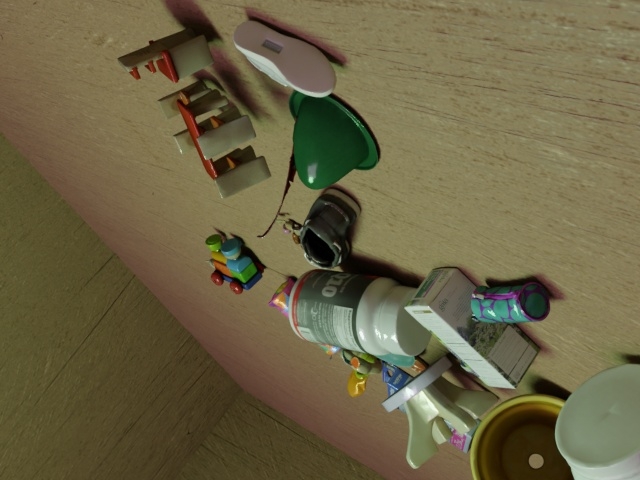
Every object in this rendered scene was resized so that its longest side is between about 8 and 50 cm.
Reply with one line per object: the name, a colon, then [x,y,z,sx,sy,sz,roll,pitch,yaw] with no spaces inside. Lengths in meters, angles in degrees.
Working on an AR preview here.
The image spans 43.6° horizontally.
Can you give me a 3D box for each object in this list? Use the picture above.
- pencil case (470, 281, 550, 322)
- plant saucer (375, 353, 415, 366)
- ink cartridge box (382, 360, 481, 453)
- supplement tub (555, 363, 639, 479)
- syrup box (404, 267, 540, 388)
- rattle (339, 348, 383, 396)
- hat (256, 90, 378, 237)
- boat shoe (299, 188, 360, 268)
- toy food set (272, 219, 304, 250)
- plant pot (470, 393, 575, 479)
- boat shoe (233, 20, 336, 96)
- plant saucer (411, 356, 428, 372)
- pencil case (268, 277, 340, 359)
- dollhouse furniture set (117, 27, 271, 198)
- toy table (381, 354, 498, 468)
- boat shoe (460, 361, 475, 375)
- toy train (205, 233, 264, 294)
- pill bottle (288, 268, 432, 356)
pencil case: [0.310,0.103,1.323,0.070,0.064,0.151,27,164,-18]
plant saucer: [0.105,0.191,1.931,0.317,0.044,0.317,34,160,14]
ink cartridge box: [0.284,0.452,2.178,0.311,0.065,0.186,33,160,20]
supplement tub: [0.539,0.365,1.255,0.316,0.228,0.228,45,160,-18]
syrup box: [0.278,0.161,1.468,0.237,0.093,0.096,43,161,-12]
rattle: [0.079,0.353,2.113,0.130,0.143,0.199,43,-169,4]
hat: [-0.026,-0.105,1.270,0.173,0.183,0.208,24,157,36]
boat shoe: [0.000,0.000,1.599,0.112,0.095,0.335,36,161,7]
toy food set: [-0.050,-0.011,1.782,0.122,0.019,0.078,46,160,-24]
plant pot: [0.441,0.447,1.629,0.254,0.254,0.239,31,175,20]
boat shoe: [-0.049,-0.255,1.165,0.184,0.066,0.063,28,173,22]
plant saucer: [0.238,0.305,1.993,0.083,0.013,0.083,33,161,13]
pencil case: [-0.024,0.204,2.112,0.236,0.104,0.104,42,161,-6]
dollhouse furniture set: [-0.223,-0.211,1.353,0.262,0.135,0.259,43,157,55]
toy table: [0.261,0.377,1.819,0.161,0.252,0.274,52,174,12]
boat shoe: [0.355,0.258,1.610,0.066,0.066,0.183,38,172,-14]
toy train: [-0.277,0.042,2.208,0.248,0.105,0.143,20,143,44]
pill bottle: [0.084,0.150,1.665,0.283,0.161,0.161,5,143,42]
